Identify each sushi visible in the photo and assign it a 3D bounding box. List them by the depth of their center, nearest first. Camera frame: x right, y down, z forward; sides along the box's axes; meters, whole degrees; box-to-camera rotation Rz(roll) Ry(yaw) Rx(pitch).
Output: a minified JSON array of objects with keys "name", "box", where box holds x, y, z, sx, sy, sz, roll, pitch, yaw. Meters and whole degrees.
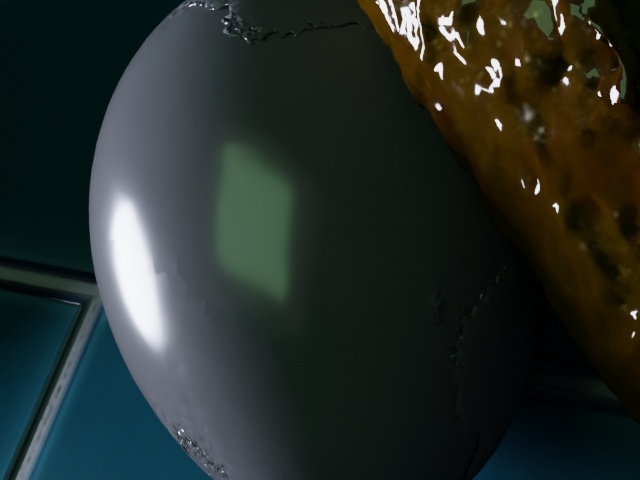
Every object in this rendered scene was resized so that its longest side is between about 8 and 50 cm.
[{"name":"sushi","box":[0.119,-0.049,0.552,0.140,0.149,0.287,-38,80,50]}]

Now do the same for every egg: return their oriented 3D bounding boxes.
[{"name":"egg","box":[0.000,0.000,0.629,0.146,0.146,0.199,-32,56,22]}]
